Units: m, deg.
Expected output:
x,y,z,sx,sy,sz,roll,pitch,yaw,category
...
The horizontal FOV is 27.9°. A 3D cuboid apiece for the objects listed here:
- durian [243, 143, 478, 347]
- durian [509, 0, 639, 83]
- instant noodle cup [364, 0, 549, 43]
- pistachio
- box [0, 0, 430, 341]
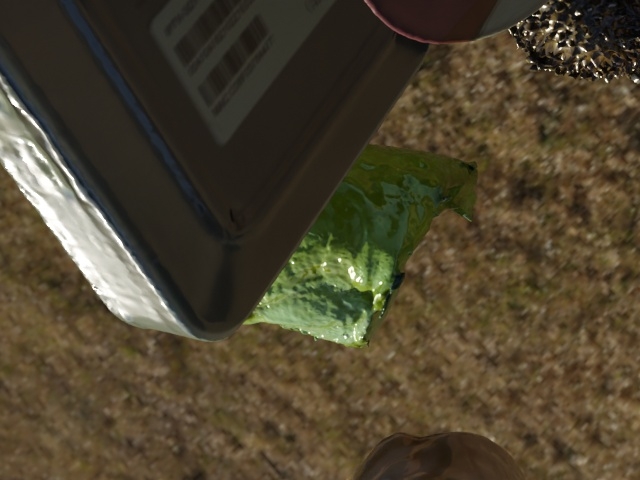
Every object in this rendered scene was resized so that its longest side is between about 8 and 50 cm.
x,y,z,sx,sy,sz,roll,pitch,yaw,category
0.000,0.000,1.489,0.339,0.204,0.256,11,106,1,durian
0.264,-0.225,1.216,0.196,0.196,0.167,31,112,21,durian
0.053,-0.252,0.716,0.178,0.234,0.235,42,135,38,instant noodle cup
0.074,0.236,0.822,0.157,0.157,0.230,1,99,37,pistachio
-0.089,-0.185,0.928,0.111,0.396,0.397,4,139,38,box
